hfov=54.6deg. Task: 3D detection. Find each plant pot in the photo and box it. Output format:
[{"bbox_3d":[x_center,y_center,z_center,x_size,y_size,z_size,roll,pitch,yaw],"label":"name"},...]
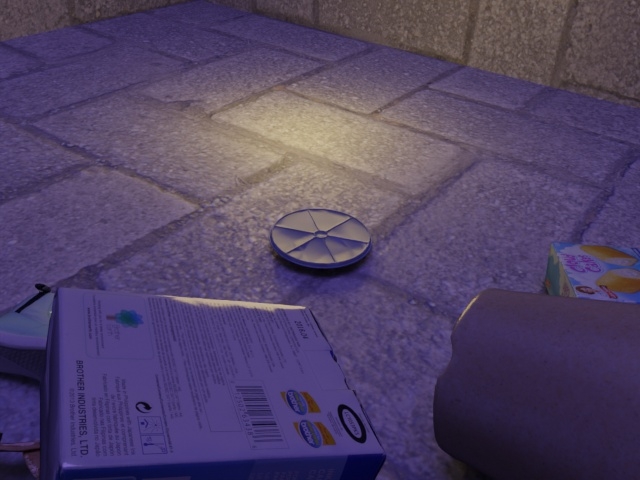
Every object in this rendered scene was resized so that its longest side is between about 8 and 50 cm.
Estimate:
[{"bbox_3d":[0.313,0.195,0.723,0.306,0.333,0.334,14,33,33],"label":"plant pot"}]

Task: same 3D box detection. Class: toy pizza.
[{"bbox_3d":[0.000,0.000,1.208,0.201,0.032,0.201,3,35,-2],"label":"toy pizza"}]

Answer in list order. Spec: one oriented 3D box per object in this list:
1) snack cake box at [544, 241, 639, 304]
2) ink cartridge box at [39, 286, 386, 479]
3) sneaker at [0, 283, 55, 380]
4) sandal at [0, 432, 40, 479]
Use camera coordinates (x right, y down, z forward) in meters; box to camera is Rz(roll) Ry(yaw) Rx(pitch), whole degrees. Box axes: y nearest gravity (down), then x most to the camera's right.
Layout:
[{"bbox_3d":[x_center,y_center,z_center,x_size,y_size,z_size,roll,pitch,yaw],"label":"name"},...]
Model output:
[{"bbox_3d":[0.464,0.086,1.009,0.152,0.089,0.264,6,19,10],"label":"snack cake box"},{"bbox_3d":[-0.109,0.202,0.728,0.396,0.151,0.270,6,30,-27],"label":"ink cartridge box"},{"bbox_3d":[-0.360,0.139,0.906,0.256,0.094,0.151,13,31,12],"label":"sneaker"},{"bbox_3d":[-0.329,0.273,0.736,0.240,0.088,0.079,10,67,-15],"label":"sandal"}]
